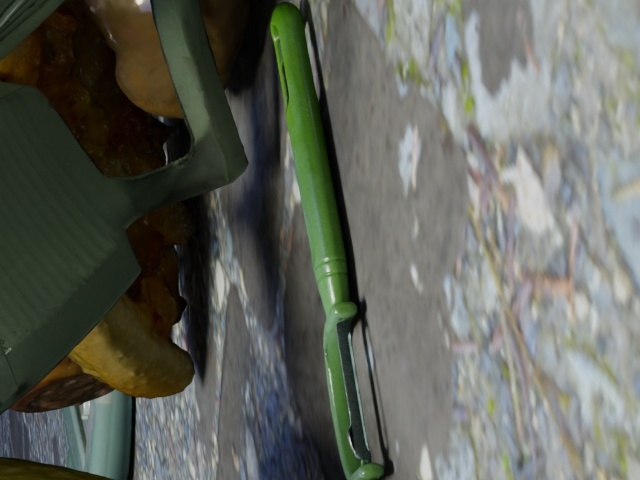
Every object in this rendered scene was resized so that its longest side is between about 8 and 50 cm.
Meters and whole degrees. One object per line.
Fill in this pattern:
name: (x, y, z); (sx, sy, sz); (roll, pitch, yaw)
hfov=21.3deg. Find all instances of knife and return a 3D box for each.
knife: (0.001, 0.000, 0.714); (0.054, 0.015, 0.212); (105, 156, -72)

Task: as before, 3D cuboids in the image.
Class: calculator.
calculator: (-0.187, 0.108, 1.416); (0.184, 0.042, 0.295); (-114, 26, -51)

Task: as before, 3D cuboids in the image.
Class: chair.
chair: (-0.160, -0.024, 0.747); (0.203, 0.275, 0.190); (-49, -59, -49)

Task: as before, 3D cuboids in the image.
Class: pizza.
pizza: (-0.133, -0.064, 0.990); (0.226, 0.086, 0.335); (-65, -39, -52)

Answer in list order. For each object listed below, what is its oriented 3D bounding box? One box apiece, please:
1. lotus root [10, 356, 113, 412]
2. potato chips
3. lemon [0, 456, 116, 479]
lotus root: (-0.191, 0.020, 1.125); (0.199, 0.188, 0.180); (60, -170, -80)
potato chips: (-0.077, -0.160, 0.837); (0.195, 0.062, 0.208); (29, 138, 54)
lemon: (-0.126, 0.260, 0.678); (0.364, 0.364, 0.364); (175, 90, -75)
